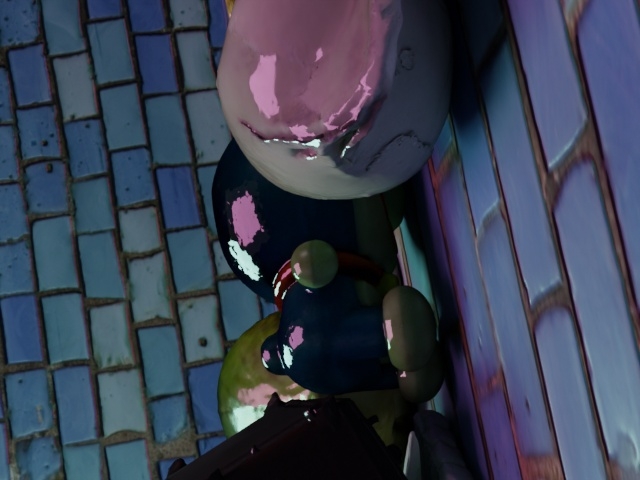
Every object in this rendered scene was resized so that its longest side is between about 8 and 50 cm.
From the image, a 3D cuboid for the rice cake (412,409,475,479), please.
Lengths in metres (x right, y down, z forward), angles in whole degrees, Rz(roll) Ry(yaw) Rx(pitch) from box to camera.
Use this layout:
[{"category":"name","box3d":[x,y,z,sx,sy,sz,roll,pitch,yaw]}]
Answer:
[{"category":"rice cake","box3d":[0.119,0.268,1.225,0.189,0.037,0.198,-113,15,-66]}]

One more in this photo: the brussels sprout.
[{"category":"brussels sprout","box3d":[0.000,0.176,1.487,0.271,0.210,0.219,133,125,-64]}]

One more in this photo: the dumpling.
[{"category":"dumpling","box3d":[0.017,-0.161,1.011,0.341,0.181,0.260,13,-96,-72]}]

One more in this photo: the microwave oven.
[{"category":"microwave oven","box3d":[-0.021,0.244,1.224,0.178,0.188,0.247,57,167,-2]}]

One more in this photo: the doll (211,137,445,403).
[{"category":"doll","box3d":[0.000,0.001,1.252,0.198,0.186,0.322,72,-176,-54]}]

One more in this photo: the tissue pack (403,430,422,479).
[{"category":"tissue pack","box3d":[0.092,0.251,1.361,0.056,0.023,0.108,84,-166,-60]}]

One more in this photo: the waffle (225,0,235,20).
[{"category":"waffle","box3d":[-0.077,-0.273,2.026,0.224,0.098,0.328,-138,38,-83]}]

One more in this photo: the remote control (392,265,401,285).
[{"category":"remote control","box3d":[0.059,0.010,1.440,0.074,0.032,0.122,100,160,-71]}]
